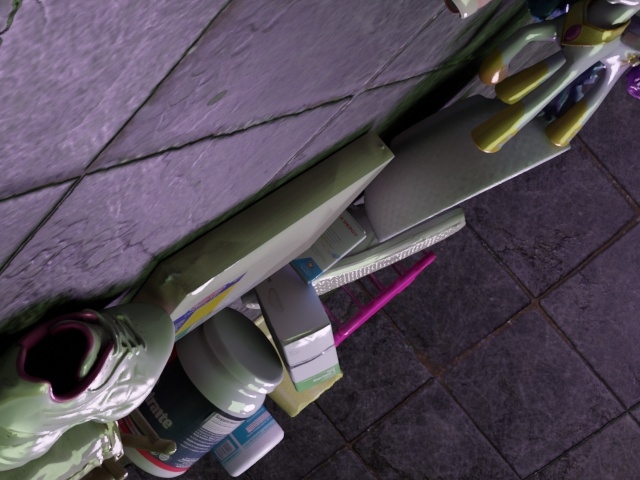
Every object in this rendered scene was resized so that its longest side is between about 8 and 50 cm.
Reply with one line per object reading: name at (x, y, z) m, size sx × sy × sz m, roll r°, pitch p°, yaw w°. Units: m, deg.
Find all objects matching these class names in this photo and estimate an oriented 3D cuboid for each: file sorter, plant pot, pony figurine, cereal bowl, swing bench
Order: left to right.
swing bench at (-0.362, 0.299, 1.370) m, size 0.253 × 0.165 × 0.254 m, roll -37°, pitch 179°, yaw -34°
plant pot at (-0.085, 0.313, 2.811) m, size 0.276 × 0.254 × 0.276 m, roll -40°, pitch 174°, yaw -5°
file sorter at (0.075, 0.085, 2.427) m, size 0.290 × 0.182 × 0.202 m, roll -39°, pitch 173°, yaw -22°
cereal bowl at (0.209, -0.129, 1.669) m, size 0.339 × 0.141 × 0.339 m, roll -27°, pitch 178°, yaw -1°
pony figurine at (0.396, -0.268, 1.411) m, size 0.351 × 0.303 × 0.363 m, roll -8°, pitch 153°, yaw -46°

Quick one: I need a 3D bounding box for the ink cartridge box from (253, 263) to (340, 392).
ink cartridge box at (-0.043, 0.140, 1.826) m, size 0.092 × 0.160 × 0.219 m, roll -23°, pitch 153°, yaw -7°

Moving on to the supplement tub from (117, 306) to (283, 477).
supplement tub at (-0.217, 0.261, 1.836) m, size 0.272 × 0.191 × 0.191 m, roll -42°, pitch 174°, yaw 17°

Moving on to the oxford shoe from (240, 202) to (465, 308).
oxford shoe at (0.051, 0.006, 1.999) m, size 0.449 × 0.130 × 0.169 m, roll -25°, pitch 172°, yaw -5°

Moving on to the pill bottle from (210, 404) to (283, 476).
pill bottle at (-0.209, 0.355, 2.253) m, size 0.146 × 0.264 × 0.146 m, roll -38°, pitch 175°, yaw -4°

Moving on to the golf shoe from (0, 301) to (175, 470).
golf shoe at (-0.231, 0.122, 1.082) m, size 0.140 × 0.115 × 0.306 m, roll -47°, pitch 172°, yaw 32°

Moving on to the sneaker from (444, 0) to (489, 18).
sneaker at (0.149, -0.244, 1.001) m, size 0.070 × 0.051 × 0.134 m, roll -40°, pitch 171°, yaw 22°

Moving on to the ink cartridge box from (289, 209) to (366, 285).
ink cartridge box at (0.000, 0.000, 1.731) m, size 0.122 × 0.088 × 0.052 m, roll -39°, pitch 174°, yaw -10°

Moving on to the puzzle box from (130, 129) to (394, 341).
puzzle box at (-0.098, 0.017, 1.415) m, size 0.409 × 0.052 × 0.272 m, roll -35°, pitch 173°, yaw -41°
